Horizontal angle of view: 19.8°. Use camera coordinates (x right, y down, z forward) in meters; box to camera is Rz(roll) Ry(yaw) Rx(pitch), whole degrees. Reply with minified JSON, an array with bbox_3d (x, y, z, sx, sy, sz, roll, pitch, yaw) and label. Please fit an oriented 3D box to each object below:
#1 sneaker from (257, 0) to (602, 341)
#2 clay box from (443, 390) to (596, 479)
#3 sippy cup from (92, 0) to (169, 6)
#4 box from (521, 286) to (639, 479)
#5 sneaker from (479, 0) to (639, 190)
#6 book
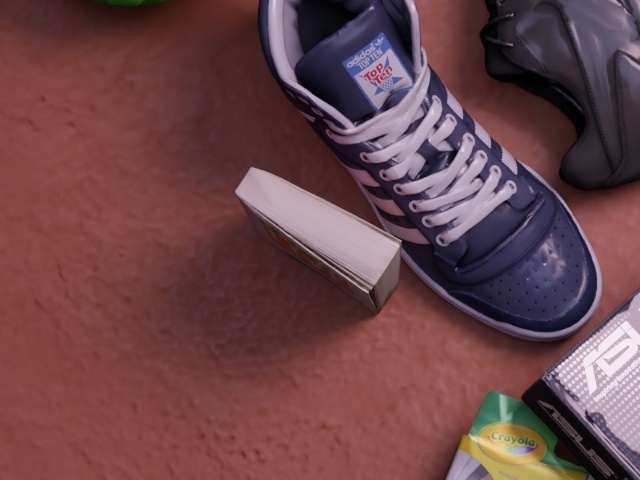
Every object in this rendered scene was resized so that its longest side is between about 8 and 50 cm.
[{"bbox_3d":[0.062,-0.056,1.087,0.099,0.153,0.282,-41,82,-3],"label":"sneaker"},{"bbox_3d":[0.112,0.214,1.096,0.127,0.053,0.222,24,82,6],"label":"clay box"},{"bbox_3d":[-0.128,-0.291,1.064,0.305,0.224,0.240,-3,65,17],"label":"sippy cup"},{"bbox_3d":[0.288,0.081,1.073,0.270,0.060,0.216,-39,82,-16],"label":"box"},{"bbox_3d":[0.146,-0.163,1.127,0.130,0.109,0.286,-25,79,5],"label":"sneaker"},{"bbox_3d":[0.000,0.000,1.086,0.096,0.144,0.035,32,85,7],"label":"book"}]
